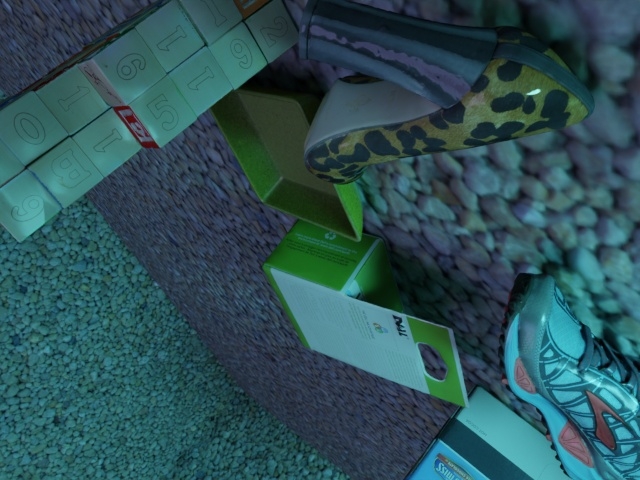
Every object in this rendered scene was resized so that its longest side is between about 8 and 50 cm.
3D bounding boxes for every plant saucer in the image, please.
[{"bbox_3d":[-0.035,-0.101,0.660,0.188,0.045,0.188,23,149,44],"label":"plant saucer"}]

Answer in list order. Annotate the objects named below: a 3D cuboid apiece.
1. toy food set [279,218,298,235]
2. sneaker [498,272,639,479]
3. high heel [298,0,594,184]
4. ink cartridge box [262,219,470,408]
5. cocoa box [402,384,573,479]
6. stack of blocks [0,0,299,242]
[{"bbox_3d":[0.000,0.000,0.821,0.122,0.019,0.078,13,143,42],"label":"toy food set"},{"bbox_3d":[0.250,0.120,0.510,0.125,0.104,0.262,-8,130,43],"label":"sneaker"},{"bbox_3d":[0.083,-0.079,0.461,0.186,0.093,0.261,19,167,8],"label":"high heel"},{"bbox_3d":[0.076,0.090,0.742,0.255,0.097,0.189,15,145,32],"label":"ink cartridge box"},{"bbox_3d":[0.270,0.417,0.791,0.347,0.228,0.231,37,157,20],"label":"cocoa box"},{"bbox_3d":[-0.183,-0.132,0.527,0.171,0.297,0.087,15,144,54],"label":"stack of blocks"}]
